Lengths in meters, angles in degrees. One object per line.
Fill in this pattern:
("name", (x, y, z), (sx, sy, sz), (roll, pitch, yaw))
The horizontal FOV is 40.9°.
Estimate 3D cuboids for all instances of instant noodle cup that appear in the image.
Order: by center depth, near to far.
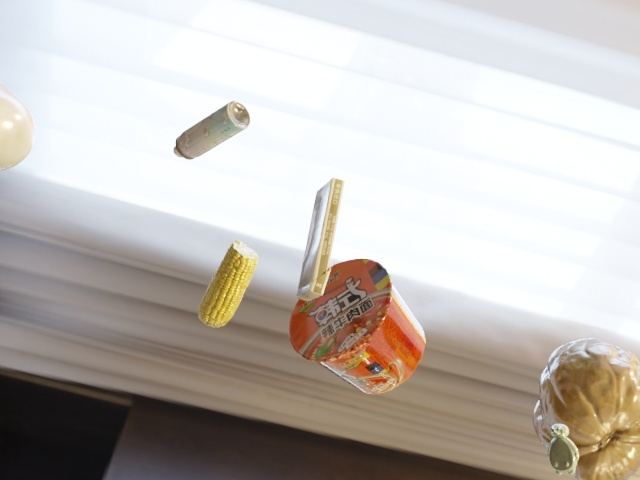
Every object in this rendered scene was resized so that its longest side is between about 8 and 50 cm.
("instant noodle cup", (0.089, 0.189, 1.789), (0.250, 0.192, 0.250), (-25, -140, 24))

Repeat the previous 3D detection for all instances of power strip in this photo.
("power strip", (0.396, 0.346, 1.418), (0.035, 0.055, 0.083), (11, 72, -50))

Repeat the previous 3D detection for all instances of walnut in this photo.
("walnut", (0.593, 0.356, 1.835), (0.285, 0.285, 0.296), (-83, 154, -69))

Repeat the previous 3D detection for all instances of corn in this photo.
("corn", (-0.235, 0.116, 2.183), (0.093, 0.093, 0.244), (-80, -164, -60))

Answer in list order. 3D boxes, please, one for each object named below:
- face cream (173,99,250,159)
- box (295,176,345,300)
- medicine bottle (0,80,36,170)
("face cream", (-0.269, -0.255, 2.052), (0.229, 0.075, 0.075), (-25, -142, 37))
("box", (0.000, 0.000, 1.452), (0.109, 0.029, 0.198), (146, -44, -73))
("medicine bottle", (-0.572, -0.220, 1.395), (0.341, 0.130, 0.130), (37, -59, 40))
